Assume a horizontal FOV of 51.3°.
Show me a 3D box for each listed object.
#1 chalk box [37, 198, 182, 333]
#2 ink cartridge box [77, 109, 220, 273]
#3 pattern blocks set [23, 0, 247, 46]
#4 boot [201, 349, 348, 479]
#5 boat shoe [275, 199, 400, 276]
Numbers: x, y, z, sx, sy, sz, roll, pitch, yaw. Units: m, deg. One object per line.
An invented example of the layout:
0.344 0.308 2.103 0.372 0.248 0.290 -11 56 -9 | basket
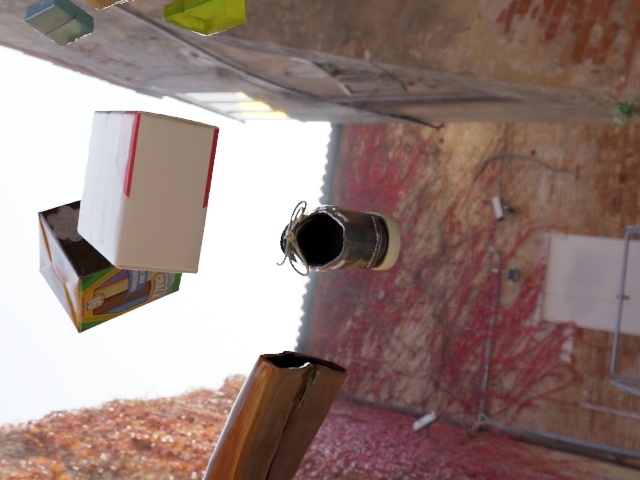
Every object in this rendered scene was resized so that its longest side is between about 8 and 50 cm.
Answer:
-0.380 0.017 1.315 0.289 0.180 0.179 -22 -30 -36 | chalk box
-0.220 -0.067 0.820 0.100 0.237 0.172 7 -84 -30 | ink cartridge box
-0.152 -0.256 0.519 0.285 0.325 0.026 45 -140 -62 | pattern blocks set
-0.083 0.215 0.474 0.280 0.096 0.264 -63 -27 5 | boot
0.000 0.000 0.831 0.079 0.254 0.095 6 -87 -28 | boat shoe
